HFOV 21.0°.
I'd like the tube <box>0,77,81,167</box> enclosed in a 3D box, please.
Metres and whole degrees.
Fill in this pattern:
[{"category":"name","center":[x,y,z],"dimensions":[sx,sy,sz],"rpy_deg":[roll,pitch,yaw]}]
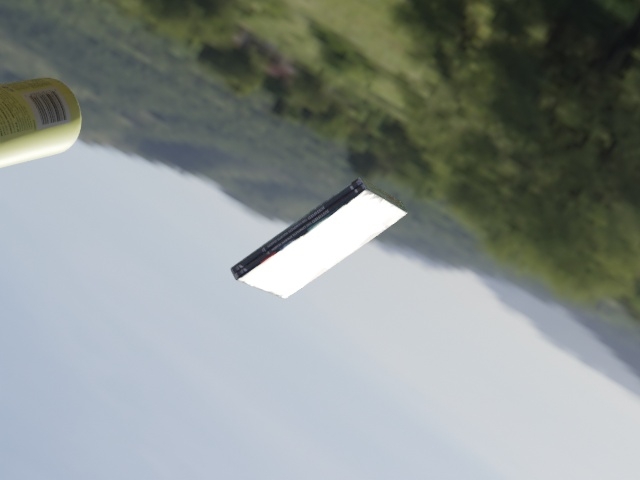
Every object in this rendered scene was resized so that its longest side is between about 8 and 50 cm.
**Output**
[{"category":"tube","center":[-0.267,-0.077,1.250],"dimensions":[0.070,0.062,0.240],"rpy_deg":[-2,-170,27]}]

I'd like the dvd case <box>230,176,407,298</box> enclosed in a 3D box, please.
[{"category":"dvd case","center":[0.000,0.000,1.281],"dimensions":[0.013,0.119,0.087],"rpy_deg":[62,-164,22]}]
